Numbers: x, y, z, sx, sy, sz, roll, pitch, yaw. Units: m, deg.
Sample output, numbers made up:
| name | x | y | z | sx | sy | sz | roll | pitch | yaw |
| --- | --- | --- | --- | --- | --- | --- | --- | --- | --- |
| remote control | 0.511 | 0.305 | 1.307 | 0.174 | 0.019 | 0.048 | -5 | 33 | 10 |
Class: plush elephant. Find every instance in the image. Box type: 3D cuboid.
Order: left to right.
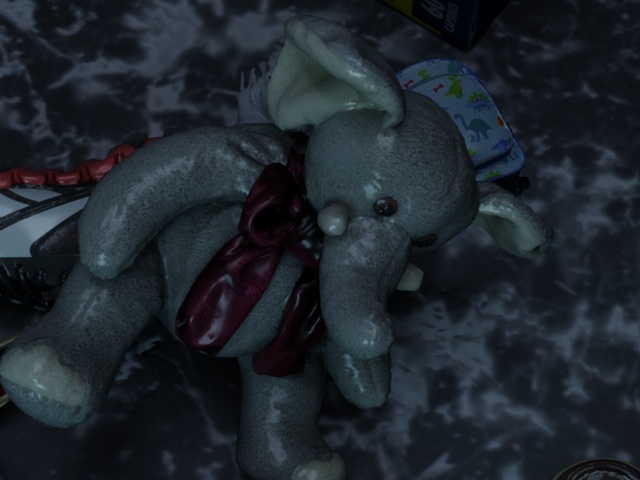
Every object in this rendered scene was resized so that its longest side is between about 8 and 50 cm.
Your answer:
| name | x | y | z | sx | sy | sz | roll | pitch | yaw |
| --- | --- | --- | --- | --- | --- | --- | --- | --- | --- |
| plush elephant | 0.000 | 0.000 | 1.175 | 0.272 | 0.255 | 0.330 | 32 | 62 | -30 |

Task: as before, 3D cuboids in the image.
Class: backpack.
| name | x | y | z | sx | sy | sz | roll | pitch | yaw |
| --- | --- | --- | --- | --- | --- | --- | --- | --- | --- |
| backpack | 0.090 | -0.079 | 1.350 | 0.105 | 0.084 | 0.114 | -23 | 66 | -13 |

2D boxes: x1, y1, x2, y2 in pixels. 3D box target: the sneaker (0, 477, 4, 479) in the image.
| name | x | y | z | sx | sy | sz | roll | pitch | yaw |
| --- | --- | --- | --- | --- | --- | --- | --- | --- | --- |
| sneaker | -0.156 | 0.220 | 1.214 | 0.275 | 0.107 | 0.110 | 26 | 60 | 10 |

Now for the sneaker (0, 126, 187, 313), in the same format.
| name | x | y | z | sx | sy | sz | roll | pitch | yaw |
| --- | --- | --- | --- | --- | --- | --- | --- | --- | --- |
| sneaker | -0.197 | 0.009 | 1.299 | 0.276 | 0.097 | 0.135 | -12 | 61 | -7 |

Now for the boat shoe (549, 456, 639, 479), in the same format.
| name | x | y | z | sx | sy | sz | roll | pitch | yaw |
| --- | --- | --- | --- | --- | --- | --- | --- | --- | --- |
| boat shoe | 0.233 | 0.293 | 1.168 | 0.123 | 0.123 | 0.342 | -11 | 67 | -5 |

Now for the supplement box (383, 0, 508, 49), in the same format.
| name | x | y | z | sx | sy | sz | roll | pitch | yaw |
| --- | --- | --- | --- | --- | --- | --- | --- | --- | --- |
| supplement box | 0.028 | -0.348 | 1.406 | 0.356 | 0.194 | 0.195 | 33 | 70 | 14 |

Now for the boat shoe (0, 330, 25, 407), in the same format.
| name | x | y | z | sx | sy | sz | roll | pitch | yaw |
| --- | --- | --- | --- | --- | --- | --- | --- | --- | --- |
| boat shoe | -0.246 | 0.104 | 1.290 | 0.135 | 0.045 | 0.050 | -36 | 71 | -14 |
